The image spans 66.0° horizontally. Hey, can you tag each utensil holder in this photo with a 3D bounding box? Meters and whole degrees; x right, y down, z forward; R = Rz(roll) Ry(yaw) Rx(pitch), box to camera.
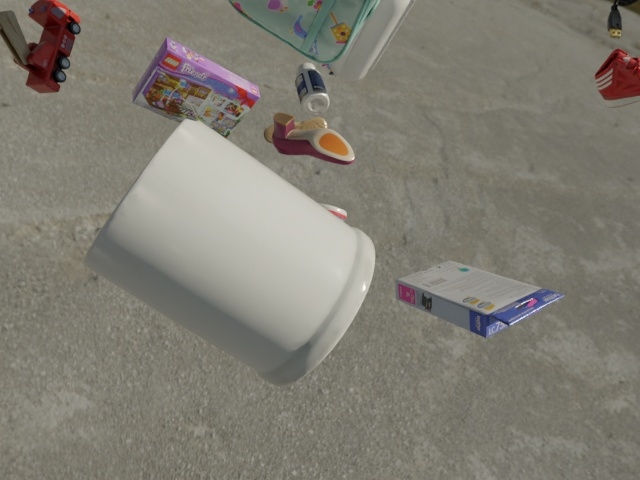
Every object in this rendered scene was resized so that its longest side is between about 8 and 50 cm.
[{"bbox_3d":[-0.151,0.016,0.868,0.385,0.327,0.327,36,37,-17],"label":"utensil holder"}]

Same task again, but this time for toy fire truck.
[{"bbox_3d":[-0.443,-0.290,0.731,0.047,0.135,0.192,5,77,22],"label":"toy fire truck"}]

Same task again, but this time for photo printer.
[{"bbox_3d":[0.073,-0.503,0.967,0.107,0.307,0.256,-16,82,-18],"label":"photo printer"}]

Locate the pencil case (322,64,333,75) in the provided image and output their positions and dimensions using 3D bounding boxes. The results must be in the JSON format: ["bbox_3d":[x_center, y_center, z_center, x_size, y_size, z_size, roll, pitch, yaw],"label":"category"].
[{"bbox_3d":[0.093,-0.688,1.713,0.104,0.236,0.104,16,45,-16],"label":"pencil case"}]

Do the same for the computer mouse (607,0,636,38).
[{"bbox_3d":[0.604,-0.384,0.856,0.060,0.184,0.262,23,64,-46],"label":"computer mouse"}]

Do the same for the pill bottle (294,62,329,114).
[{"bbox_3d":[-0.023,-0.356,1.149,0.067,0.067,0.120,1,55,-23],"label":"pill bottle"}]

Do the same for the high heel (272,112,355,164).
[{"bbox_3d":[-0.021,-0.220,1.216,0.244,0.117,0.082,26,57,19],"label":"high heel"}]

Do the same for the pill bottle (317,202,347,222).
[{"bbox_3d":[0.000,0.000,1.305,0.108,0.108,0.180,14,84,-8],"label":"pill bottle"}]

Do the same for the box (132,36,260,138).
[{"bbox_3d":[-0.347,-0.413,1.392,0.293,0.201,0.057,19,44,-40],"label":"box"}]

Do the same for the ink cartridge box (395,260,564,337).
[{"bbox_3d":[0.336,0.125,1.077,0.186,0.065,0.311,-16,18,-31],"label":"ink cartridge box"}]

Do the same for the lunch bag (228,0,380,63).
[{"bbox_3d":[-0.001,-0.382,0.636,0.224,0.279,0.108,34,58,-5],"label":"lunch bag"}]

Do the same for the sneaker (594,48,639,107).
[{"bbox_3d":[0.742,-0.387,1.127,0.128,0.221,0.087,39,60,-27],"label":"sneaker"}]

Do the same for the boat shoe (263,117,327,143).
[{"bbox_3d":[-0.113,-0.478,2.184,0.285,0.092,0.102,-16,93,-12],"label":"boat shoe"}]
